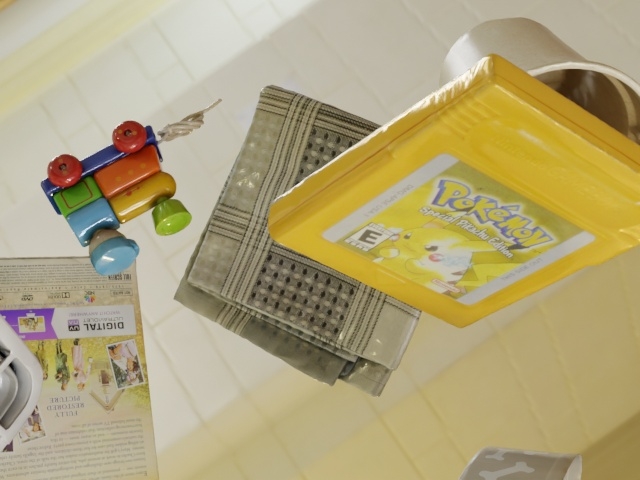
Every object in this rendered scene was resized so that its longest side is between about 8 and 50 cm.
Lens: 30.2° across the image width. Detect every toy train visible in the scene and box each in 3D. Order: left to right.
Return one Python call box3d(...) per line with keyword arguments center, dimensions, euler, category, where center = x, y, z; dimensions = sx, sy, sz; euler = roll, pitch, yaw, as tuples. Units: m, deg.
box3d(center=(-0.197, -0.069, 1.439), dimensions=(0.143, 0.248, 0.105), euler=(57, 169, 24), category="toy train")

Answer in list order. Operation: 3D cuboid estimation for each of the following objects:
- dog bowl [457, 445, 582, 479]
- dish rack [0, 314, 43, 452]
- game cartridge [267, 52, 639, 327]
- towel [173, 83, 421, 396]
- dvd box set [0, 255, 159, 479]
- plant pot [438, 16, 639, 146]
box3d(center=(0.175, 0.377, 1.245), dimensions=(0.102, 0.348, 0.349), euler=(16, 162, 21), category="dog bowl")
box3d(center=(-0.455, 0.196, 1.228), dimensions=(0.072, 0.332, 0.285), euler=(18, 151, 29), category="dish rack")
box3d(center=(0.154, -0.029, 1.171), dimensions=(0.285, 0.324, 0.052), euler=(26, -127, -29), category="game cartridge")
box3d(center=(0.000, 0.000, 1.484), dimensions=(0.312, 0.324, 0.056), euler=(24, -174, 15), category="towel")
box3d(center=(-0.371, 0.230, 1.577), dimensions=(0.062, 0.308, 0.420), euler=(-22, 73, 54), category="dvd box set")
box3d(center=(0.327, -0.195, 1.885), dimensions=(0.333, 0.334, 0.305), euler=(56, -170, -33), category="plant pot")
